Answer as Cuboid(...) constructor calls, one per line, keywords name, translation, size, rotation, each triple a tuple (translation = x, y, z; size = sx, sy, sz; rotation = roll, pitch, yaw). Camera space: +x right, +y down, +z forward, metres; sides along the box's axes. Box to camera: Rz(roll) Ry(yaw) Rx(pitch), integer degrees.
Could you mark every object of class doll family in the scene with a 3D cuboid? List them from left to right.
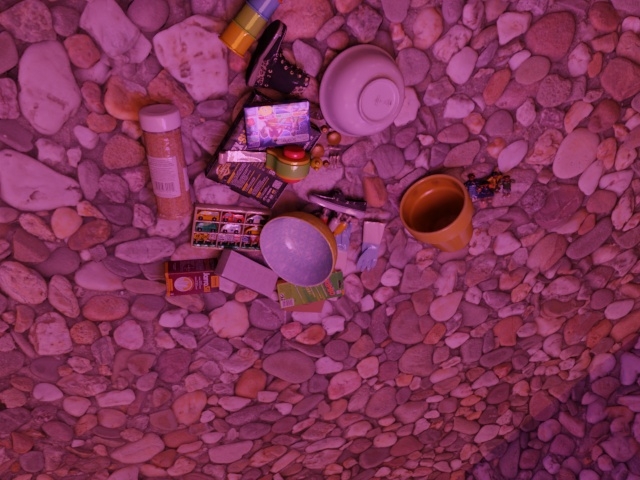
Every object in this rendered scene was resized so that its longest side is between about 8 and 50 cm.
Cuboid(name="doll family", translation=(0.635, -0.210, 2.075), size=(0.193, 0.076, 0.111), rotation=(-17, 130, -1))

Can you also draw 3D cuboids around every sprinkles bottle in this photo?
Cuboid(name="sprinkles bottle", translation=(-0.480, -0.240, 1.713), size=(0.122, 0.121, 0.355), rotation=(-7, 124, -11))

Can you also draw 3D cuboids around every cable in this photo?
Cuboid(name="cable", translation=(0.000, 0.000, 2.031), size=(0.140, 0.072, 0.287), rotation=(17, 117, -13))

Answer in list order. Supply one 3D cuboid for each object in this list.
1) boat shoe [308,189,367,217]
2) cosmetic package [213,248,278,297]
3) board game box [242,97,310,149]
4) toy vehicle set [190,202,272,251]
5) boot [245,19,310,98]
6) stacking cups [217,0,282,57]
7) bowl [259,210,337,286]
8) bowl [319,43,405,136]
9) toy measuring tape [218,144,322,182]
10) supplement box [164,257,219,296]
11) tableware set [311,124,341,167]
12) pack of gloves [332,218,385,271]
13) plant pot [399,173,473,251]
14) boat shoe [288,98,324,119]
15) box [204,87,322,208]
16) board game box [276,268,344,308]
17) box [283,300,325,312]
Cuboid(name="boat shoe", translation=(0.067, -0.144, 1.961), size=(0.229, 0.080, 0.076), rotation=(15, 96, -20))
Cuboid(name="cosmetic package", translation=(-0.266, 0.121, 1.996), size=(0.239, 0.061, 0.098), rotation=(32, 74, -40))
Cuboid(name="board game box", translation=(-0.133, -0.360, 1.692), size=(0.202, 0.035, 0.136), rotation=(-8, 124, -11))
Cuboid(name="toy vehicle set", translation=(-0.318, -0.043, 1.937), size=(0.267, 0.035, 0.165), rotation=(4, 121, -18))
Cuboid(name="boot", translation=(-0.105, -0.531, 1.628), size=(0.179, 0.085, 0.236), rotation=(13, 142, -26))
Cuboid(name="stacking cups", translation=(-0.161, -0.671, 1.540), size=(0.096, 0.096, 0.316), rotation=(32, 109, -30))
Cuboid(name="bowl", translation=(-0.053, 0.006, 1.942), size=(0.290, 0.156, 0.289), rotation=(14, 126, 21))
Cuboid(name="bowl", translation=(0.155, -0.451, 1.718), size=(0.298, 0.134, 0.297), rotation=(-12, 122, -19))
Cuboid(name="toy measuring tape", translation=(-0.149, -0.240, 1.718), size=(0.331, 0.121, 0.121), rotation=(-1, 122, -16))
Cuboid(name="supplement box", translation=(-0.463, 0.132, 1.982), size=(0.188, 0.080, 0.104), rotation=(-4, 123, -14))
Cuboid(name="tableware set", translation=(0.017, -0.317, 1.865), size=(0.104, 0.024, 0.154), rotation=(-2, 124, -10))
Cuboid(name="pack of gloves", translation=(0.130, 0.016, 2.108), size=(0.195, 0.046, 0.231), rotation=(6, 119, -5))
Cuboid(name="plant pot", translation=(0.451, -0.077, 2.018), size=(0.254, 0.254, 0.239), rotation=(-36, 139, 9))
Cuboid(name="boat shoe", translation=(-0.049, -0.423, 1.761), size=(0.136, 0.045, 0.050), rotation=(16, 113, -27))
Cuboid(name="box", translation=(-0.188, -0.290, 1.790), size=(0.257, 0.079, 0.322), rotation=(25, 112, -26))
Cuboid(name="board game box", translation=(-0.037, 0.186, 2.138), size=(0.260, 0.039, 0.124), rotation=(-10, 124, -6))
Cuboid(name="box", translation=(-0.048, 0.201, 2.179), size=(0.165, 0.021, 0.201), rotation=(7, 119, -20))
